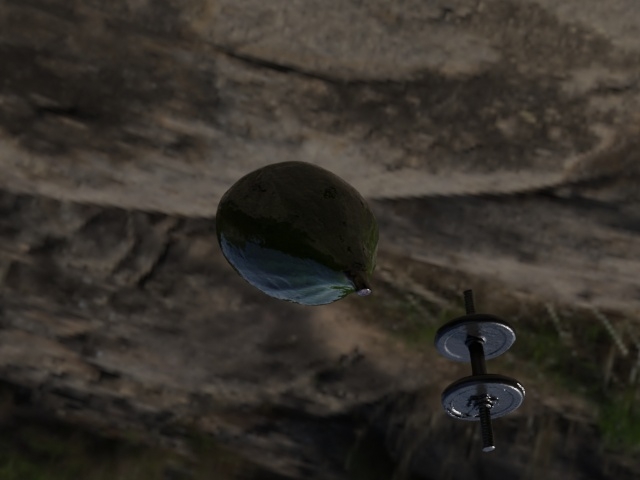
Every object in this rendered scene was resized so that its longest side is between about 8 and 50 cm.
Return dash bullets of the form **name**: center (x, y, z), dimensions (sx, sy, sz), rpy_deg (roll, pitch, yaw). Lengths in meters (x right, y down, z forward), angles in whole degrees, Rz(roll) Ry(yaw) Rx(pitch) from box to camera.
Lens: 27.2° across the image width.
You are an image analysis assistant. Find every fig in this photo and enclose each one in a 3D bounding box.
- **fig**: center (0.000, 0.000, 0.975), dimensions (0.117, 0.117, 0.177), rpy_deg (26, 175, -31)

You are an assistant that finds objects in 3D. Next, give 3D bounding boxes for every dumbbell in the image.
- **dumbbell**: center (0.129, 0.103, 1.080), dimensions (0.069, 0.147, 0.069), rpy_deg (-3, 146, -2)
